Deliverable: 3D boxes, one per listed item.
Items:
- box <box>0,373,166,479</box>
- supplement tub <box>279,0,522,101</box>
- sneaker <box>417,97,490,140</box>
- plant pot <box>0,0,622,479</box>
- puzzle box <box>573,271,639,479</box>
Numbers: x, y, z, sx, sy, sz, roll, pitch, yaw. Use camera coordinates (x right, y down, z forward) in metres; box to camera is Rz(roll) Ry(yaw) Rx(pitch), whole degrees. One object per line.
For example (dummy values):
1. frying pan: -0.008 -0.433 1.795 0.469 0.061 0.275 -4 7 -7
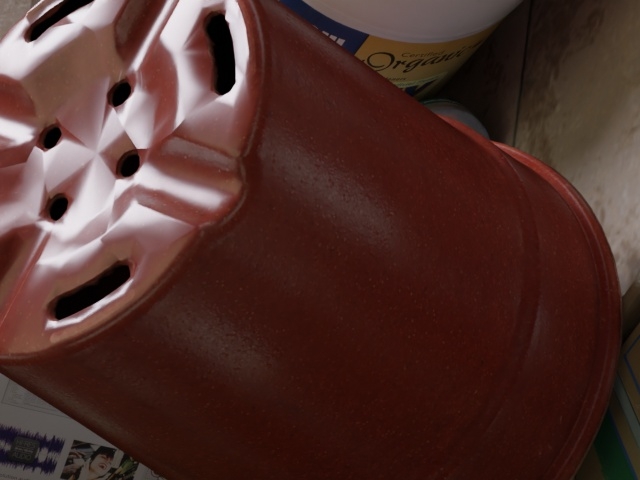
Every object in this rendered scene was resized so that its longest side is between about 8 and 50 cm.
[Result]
1. box: -0.179 0.144 1.337 0.322 0.232 0.058 -68 23 13
2. supplement tub: 0.023 -0.206 1.059 0.316 0.228 0.228 133 147 -61
3. sneaker: 0.000 0.000 1.120 0.302 0.108 0.121 -47 24 18
4. plant pot: -0.032 0.010 0.749 0.272 0.265 0.272 -18 55 29
5. puzzle box: 0.190 0.181 0.652 0.272 0.052 0.409 -61 25 30
